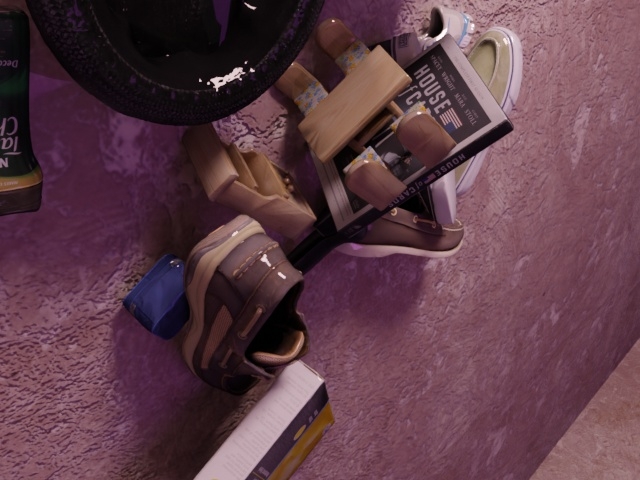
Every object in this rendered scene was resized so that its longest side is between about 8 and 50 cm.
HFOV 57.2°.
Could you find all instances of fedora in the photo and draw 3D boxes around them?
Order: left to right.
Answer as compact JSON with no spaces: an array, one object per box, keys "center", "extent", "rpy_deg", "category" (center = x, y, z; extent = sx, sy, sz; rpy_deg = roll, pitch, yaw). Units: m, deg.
[{"center":[-0.133,-0.280,0.522],"extent":[0.334,0.153,0.333],"rpy_deg":[-25,131,-34],"category":"fedora"}]

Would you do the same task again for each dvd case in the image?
[{"center":[0.099,-0.134,0.746],"extent":[0.239,0.179,0.030],"rpy_deg":[-34,140,20],"category":"dvd case"}]

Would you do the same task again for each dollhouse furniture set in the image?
[{"center":[-0.013,-0.134,0.691],"extent":[0.242,0.212,0.161],"rpy_deg":[-42,143,16],"category":"dollhouse furniture set"}]

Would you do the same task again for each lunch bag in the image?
[{"center":[-0.187,0.064,0.719],"extent":[0.098,0.065,0.067],"rpy_deg":[-50,161,-14],"category":"lunch bag"}]

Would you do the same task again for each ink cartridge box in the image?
[{"center":[-0.100,0.349,0.892],"extent":[0.307,0.072,0.303],"rpy_deg":[-50,161,-19],"category":"ink cartridge box"}]

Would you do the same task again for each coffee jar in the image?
[{"center":[-0.296,-0.106,0.504],"extent":[0.096,0.079,0.184],"rpy_deg":[-16,122,-41],"category":"coffee jar"}]

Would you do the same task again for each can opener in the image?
[{"center":[0.000,0.000,0.844],"extent":[0.073,0.059,0.186],"rpy_deg":[36,121,-21],"category":"can opener"}]

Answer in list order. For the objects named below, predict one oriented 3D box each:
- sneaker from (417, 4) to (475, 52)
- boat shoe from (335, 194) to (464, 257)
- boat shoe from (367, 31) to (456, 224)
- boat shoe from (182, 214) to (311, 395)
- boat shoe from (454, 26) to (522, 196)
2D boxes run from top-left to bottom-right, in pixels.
[{"center":[0.167,-0.274,0.918],"extent":[0.083,0.071,0.190],"rpy_deg":[13,98,-36],"category":"sneaker"},{"center":[0.139,-0.035,0.974],"extent":[0.325,0.117,0.096],"rpy_deg":[1,113,-40],"category":"boat shoe"},{"center":[0.132,-0.152,0.884],"extent":[0.108,0.102,0.301],"rpy_deg":[-68,141,-51],"category":"boat shoe"},{"center":[-0.090,0.123,0.743],"extent":[0.132,0.130,0.355],"rpy_deg":[-41,157,-28],"category":"boat shoe"},{"center":[0.251,-0.212,1.000],"extent":[0.094,0.109,0.302],"rpy_deg":[-2,115,-44],"category":"boat shoe"}]
